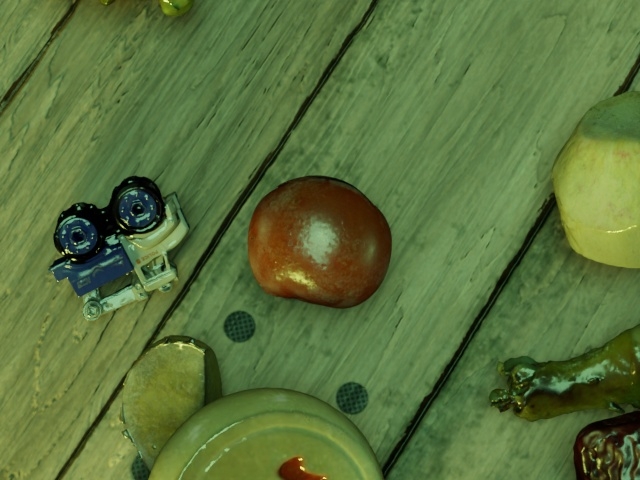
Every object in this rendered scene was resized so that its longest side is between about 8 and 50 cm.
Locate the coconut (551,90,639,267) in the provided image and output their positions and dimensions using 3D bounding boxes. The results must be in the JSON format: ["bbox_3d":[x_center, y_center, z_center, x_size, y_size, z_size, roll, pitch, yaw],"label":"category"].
[{"bbox_3d":[0.465,-0.075,1.740,0.259,0.259,0.259,0,79,2],"label":"coconut"}]

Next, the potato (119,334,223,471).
[{"bbox_3d":[-0.211,0.252,1.756,0.138,0.098,0.243,0,96,13],"label":"potato"}]

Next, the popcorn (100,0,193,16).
[{"bbox_3d":[-0.309,-0.499,1.818,0.336,0.279,0.274,-1,60,14],"label":"popcorn"}]

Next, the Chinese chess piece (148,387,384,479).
[{"bbox_3d":[-0.075,0.369,1.657,0.338,0.140,0.338,-2,96,-17],"label":"Chinese chess piece"}]

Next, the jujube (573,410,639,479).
[{"bbox_3d":[0.457,0.398,1.645,0.216,0.216,0.342,-23,88,-3],"label":"jujube"}]

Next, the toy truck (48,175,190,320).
[{"bbox_3d":[-0.292,0.011,1.788,0.213,0.161,0.177,-26,99,-4],"label":"toy truck"}]

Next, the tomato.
[{"bbox_3d":[0.000,0.000,1.740,0.208,0.208,0.184,10,87,4],"label":"tomato"}]

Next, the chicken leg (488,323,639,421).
[{"bbox_3d":[0.452,0.177,1.738,0.429,0.152,0.201,-13,67,7],"label":"chicken leg"}]
